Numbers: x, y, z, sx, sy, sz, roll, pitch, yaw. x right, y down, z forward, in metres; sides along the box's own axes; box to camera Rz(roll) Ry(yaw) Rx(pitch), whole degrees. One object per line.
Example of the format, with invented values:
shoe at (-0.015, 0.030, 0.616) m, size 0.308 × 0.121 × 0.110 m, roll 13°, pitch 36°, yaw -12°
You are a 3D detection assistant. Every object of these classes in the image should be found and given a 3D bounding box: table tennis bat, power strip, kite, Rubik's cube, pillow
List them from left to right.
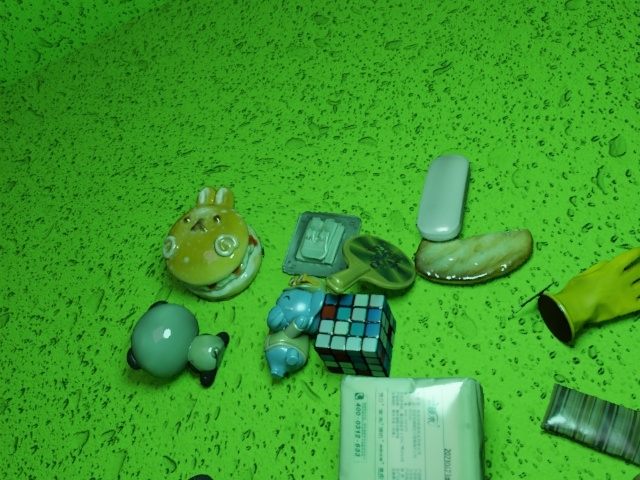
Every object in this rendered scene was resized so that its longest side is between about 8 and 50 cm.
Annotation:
power strip at (0.000, 0.000, 1.753) m, size 0.198 × 0.064 × 0.213 m, roll 4°, pitch 61°, yaw 24°
Rubik's cube at (0.088, 0.228, 1.520) m, size 0.155 × 0.154 × 0.151 m, roll 2°, pitch 59°, yaw 20°
table tennis bat at (0.117, 0.069, 1.567) m, size 0.198 × 0.050 × 0.320 m, roll 40°, pitch 33°, yaw 21°
kite at (0.491, 0.140, 1.468) m, size 0.157 × 0.139 × 0.011 m, roll -48°, pitch 66°, yaw 32°
pillow at (0.579, 0.382, 1.323) m, size 0.203 × 0.038 × 0.113 m, roll 17°, pitch 62°, yaw 27°

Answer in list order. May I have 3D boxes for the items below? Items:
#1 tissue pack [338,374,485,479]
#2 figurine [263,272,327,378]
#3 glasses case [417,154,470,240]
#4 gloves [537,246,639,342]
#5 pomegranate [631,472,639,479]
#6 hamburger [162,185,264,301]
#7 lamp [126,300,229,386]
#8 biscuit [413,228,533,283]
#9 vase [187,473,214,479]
tissue pack at (0.189, 0.473, 1.270) m, size 0.297 × 0.207 × 0.381 m, roll -3°, pitch 68°, yaw 18°
figurine at (-0.056, 0.207, 1.581) m, size 0.153 × 0.180 × 0.262 m, roll 13°, pitch 54°, yaw 4°
glasses case at (0.333, -0.119, 1.690) m, size 0.113 × 0.075 × 0.297 m, roll 2°, pitch 49°, yaw 22°
gloves at (0.659, 0.119, 1.441) m, size 0.294 × 0.116 × 0.133 m, roll -24°, pitch 81°, yaw -8°
pomegranate at (0.671, 0.511, 1.061) m, size 0.322 × 0.322 × 0.322 m, roll -9°, pitch 56°, yaw 14°
hamburger at (-0.301, 0.003, 1.784) m, size 0.260 × 0.186 × 0.303 m, roll 10°, pitch 60°, yaw 24°
lamp at (-0.373, 0.270, 1.652) m, size 0.243 × 0.198 × 0.198 m, roll 18°, pitch 64°, yaw 3°
biscuit at (0.386, 0.043, 1.599) m, size 0.299 × 0.045 × 0.154 m, roll -5°, pitch 51°, yaw 16°
vase at (-0.232, 0.599, 1.430) m, size 0.182 × 0.120 × 0.120 m, roll 5°, pitch 60°, yaw 5°
